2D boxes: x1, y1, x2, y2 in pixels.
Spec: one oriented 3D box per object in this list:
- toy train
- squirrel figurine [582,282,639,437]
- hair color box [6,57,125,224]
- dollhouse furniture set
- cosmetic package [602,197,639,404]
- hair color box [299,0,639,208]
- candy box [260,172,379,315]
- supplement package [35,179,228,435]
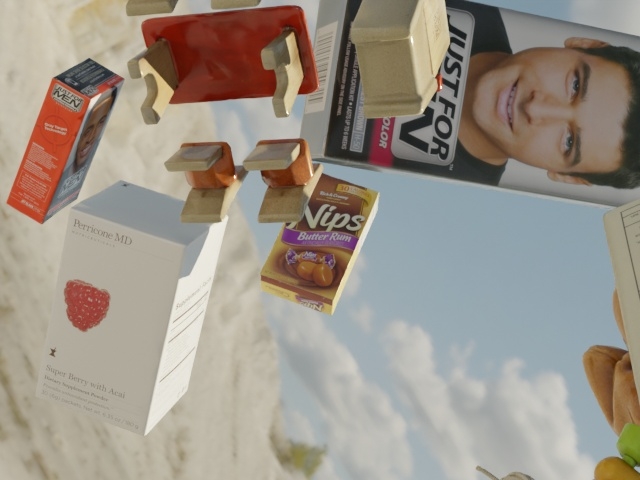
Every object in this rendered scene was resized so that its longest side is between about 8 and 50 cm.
[{"bbox_3d":[0.293,0.244,1.275,0.248,0.143,0.105,37,-15,-6],"label":"toy train"},{"bbox_3d":[0.501,0.183,1.559,0.370,0.281,0.397,72,7,-61],"label":"squirrel figurine"},{"bbox_3d":[-0.235,-0.091,1.160,0.043,0.141,0.072,30,29,5],"label":"hair color box"},{"bbox_3d":[-0.028,-0.162,1.082,0.135,0.259,0.262,-66,150,-54],"label":"dollhouse furniture set"},{"bbox_3d":[0.275,0.069,0.755,0.113,0.160,0.309,58,21,-24],"label":"cosmetic package"},{"bbox_3d":[0.177,-0.148,1.337,0.113,0.374,0.185,-168,-93,-74],"label":"hair color box"},{"bbox_3d":[0.000,0.000,1.750,0.109,0.187,0.053,19,-30,9],"label":"candy box"},{"bbox_3d":[-0.267,0.090,1.780,0.175,0.177,0.293,-46,152,-68],"label":"supplement package"}]
